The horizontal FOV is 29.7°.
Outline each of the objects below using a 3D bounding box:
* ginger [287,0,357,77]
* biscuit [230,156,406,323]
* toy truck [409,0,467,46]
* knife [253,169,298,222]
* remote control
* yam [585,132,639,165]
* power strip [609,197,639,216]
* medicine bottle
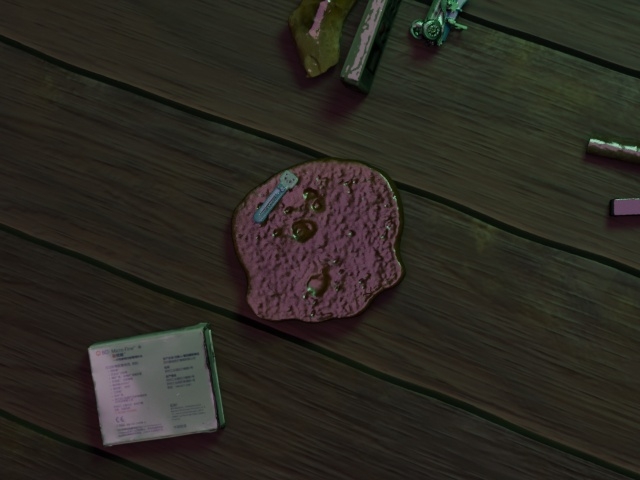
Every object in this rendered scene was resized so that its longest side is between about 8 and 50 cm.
[{"bbox_3d":[0.007,-0.345,1.874,0.095,0.069,0.190,26,95,12],"label":"ginger"},{"bbox_3d":[0.000,0.000,1.886,0.273,0.049,0.257,-13,84,10],"label":"biscuit"},{"bbox_3d":[0.203,-0.367,1.847,0.078,0.080,0.154,23,94,-14],"label":"toy truck"},{"bbox_3d":[-0.072,-0.066,1.874,0.027,0.010,0.096,39,94,10],"label":"knife"},{"bbox_3d":[0.101,-0.363,1.836,0.038,0.123,0.285,22,91,8],"label":"remote control"},{"bbox_3d":[0.563,-0.107,1.813,0.327,0.045,0.045,15,124,9],"label":"yam"},{"bbox_3d":[0.494,-0.052,1.825,0.111,0.038,0.029,-1,89,7],"label":"power strip"},{"bbox_3d":[-0.261,0.231,1.925,0.201,0.052,0.171,-11,89,9],"label":"medicine bottle"}]
